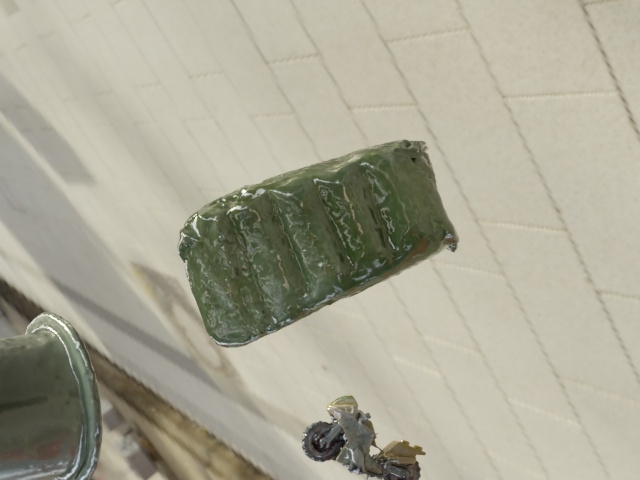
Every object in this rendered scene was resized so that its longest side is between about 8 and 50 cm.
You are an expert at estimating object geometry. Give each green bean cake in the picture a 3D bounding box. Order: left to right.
[{"bbox_3d":[0.000,0.000,0.859,0.222,0.227,0.125,111,140,-86],"label":"green bean cake"}]

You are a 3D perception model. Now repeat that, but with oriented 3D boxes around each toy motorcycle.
[{"bbox_3d":[0.084,0.353,1.755,0.229,0.130,0.094,24,167,-13],"label":"toy motorcycle"}]

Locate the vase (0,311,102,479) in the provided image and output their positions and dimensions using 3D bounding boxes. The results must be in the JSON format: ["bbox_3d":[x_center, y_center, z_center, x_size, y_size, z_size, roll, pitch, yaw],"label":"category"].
[{"bbox_3d":[-0.457,0.224,1.254,0.245,0.291,0.245,10,103,52],"label":"vase"}]
